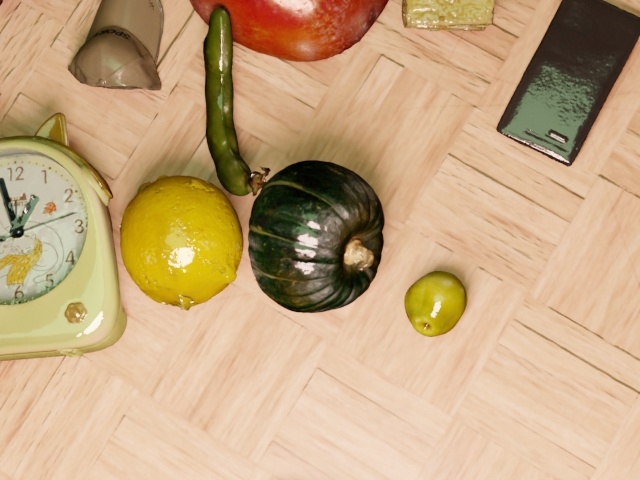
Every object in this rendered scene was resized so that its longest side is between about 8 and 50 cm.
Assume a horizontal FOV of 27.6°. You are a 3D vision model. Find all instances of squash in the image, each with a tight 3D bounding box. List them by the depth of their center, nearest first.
[{"bbox_3d":[-0.004,-0.003,1.762,0.173,0.218,0.218,0,80,15],"label":"squash"}]

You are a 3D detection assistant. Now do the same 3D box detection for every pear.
[{"bbox_3d":[0.159,0.084,1.797,0.092,0.092,0.097,27,42,10],"label":"pear"}]

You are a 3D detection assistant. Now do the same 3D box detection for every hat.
[{"bbox_3d":[-0.303,-0.302,1.910,0.147,0.085,0.175,8,82,8],"label":"hat"}]

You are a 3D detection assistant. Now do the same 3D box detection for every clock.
[{"bbox_3d":[-0.424,-0.005,1.854,0.286,0.117,0.348,-5,78,5],"label":"clock"}]

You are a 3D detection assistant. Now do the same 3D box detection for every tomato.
[{"bbox_3d":[-0.038,-0.431,1.881,0.339,0.143,0.338,-1,82,6],"label":"tomato"}]

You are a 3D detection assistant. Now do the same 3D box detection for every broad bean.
[{"bbox_3d":[-0.128,-0.179,1.851,0.049,0.144,0.291,-3,66,-26],"label":"broad bean"}]

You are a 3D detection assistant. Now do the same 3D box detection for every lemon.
[{"bbox_3d":[-0.194,-0.003,1.803,0.173,0.173,0.206,-30,69,0],"label":"lemon"}]

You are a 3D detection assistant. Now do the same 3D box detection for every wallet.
[{"bbox_3d":[0.358,-0.237,1.862,0.124,0.025,0.244,27,84,10],"label":"wallet"}]

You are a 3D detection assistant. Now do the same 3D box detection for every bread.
[{"bbox_3d":[0.185,-0.391,1.870,0.138,0.102,0.196,1,83,9],"label":"bread"}]

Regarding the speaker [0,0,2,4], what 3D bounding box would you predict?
[{"bbox_3d":[-0.473,-0.532,1.968,0.259,0.198,0.329,14,61,47],"label":"speaker"}]
